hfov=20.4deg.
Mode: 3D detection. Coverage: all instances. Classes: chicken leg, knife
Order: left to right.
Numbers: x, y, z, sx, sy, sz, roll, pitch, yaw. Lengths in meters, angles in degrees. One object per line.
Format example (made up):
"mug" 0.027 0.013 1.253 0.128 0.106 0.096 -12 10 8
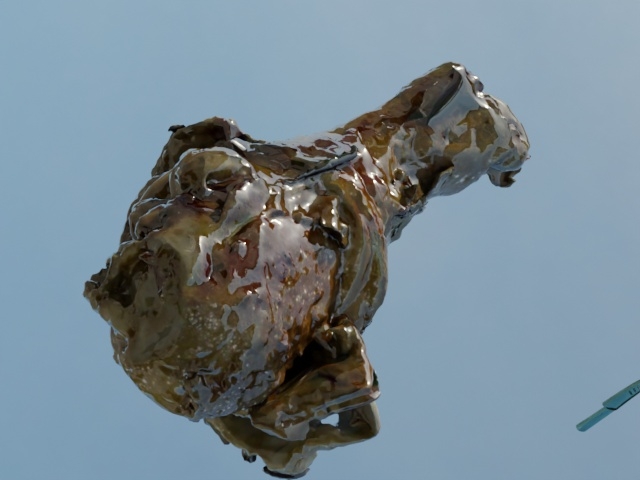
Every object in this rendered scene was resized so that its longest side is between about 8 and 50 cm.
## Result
"chicken leg" -0.007 -0.004 0.663 0.196 0.125 0.080 -58 -176 -38
"knife" 0.223 0.127 1.363 0.091 0.014 0.005 -46 -150 49
